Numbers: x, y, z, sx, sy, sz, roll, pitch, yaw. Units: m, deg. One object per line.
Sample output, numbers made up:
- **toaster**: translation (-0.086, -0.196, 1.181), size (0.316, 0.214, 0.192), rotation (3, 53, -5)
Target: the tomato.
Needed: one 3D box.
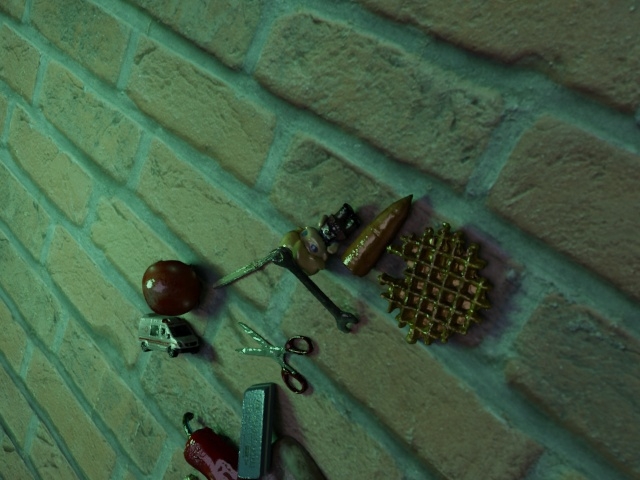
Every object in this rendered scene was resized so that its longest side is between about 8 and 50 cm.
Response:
- **tomato**: translation (-0.409, 0.130, 1.476), size (0.167, 0.167, 0.167), rotation (2, 94, 36)

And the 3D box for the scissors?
- **scissors**: translation (-0.125, 0.280, 1.360), size (0.248, 0.017, 0.144), rotation (15, 101, 36)

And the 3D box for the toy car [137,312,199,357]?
- **toy car**: translation (-0.429, 0.266, 1.534), size (0.210, 0.089, 0.108), rotation (0, 88, 39)

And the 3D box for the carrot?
- **carrot**: translation (0.130, -0.016, 1.134), size (0.072, 0.072, 0.205), rotation (49, 113, 23)

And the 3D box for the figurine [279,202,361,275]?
- **figurine**: translation (0.000, 0.000, 1.205), size (0.196, 0.108, 0.114), rotation (-34, 90, 25)

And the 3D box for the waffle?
- **waffle**: translation (0.225, 0.089, 1.076), size (0.231, 0.051, 0.228), rotation (-27, 76, 33)

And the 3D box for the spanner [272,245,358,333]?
- **spanner**: translation (-0.011, 0.110, 1.190), size (0.054, 0.015, 0.254), rotation (-37, 103, 30)

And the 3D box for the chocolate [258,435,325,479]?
- **chocolate**: translation (-0.064, 0.605, 1.292), size (0.254, 0.080, 0.157), rotation (46, 117, 25)

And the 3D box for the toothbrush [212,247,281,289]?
- **toothbrush**: translation (-0.187, 0.073, 1.389), size (0.294, 0.028, 0.026), rotation (-28, 75, 39)

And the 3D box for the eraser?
- **eraser**: translation (-0.157, 0.464, 1.332), size (0.082, 0.036, 0.225), rotation (-16, 62, 38)

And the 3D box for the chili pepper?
- **chili pepper**: translation (-0.260, 0.596, 1.418), size (0.387, 0.110, 0.110), rotation (35, 112, 26)

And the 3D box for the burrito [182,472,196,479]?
- **burrito**: translation (-0.416, 0.737, 1.581), size (0.185, 0.041, 0.045), rotation (-44, 27, 30)
